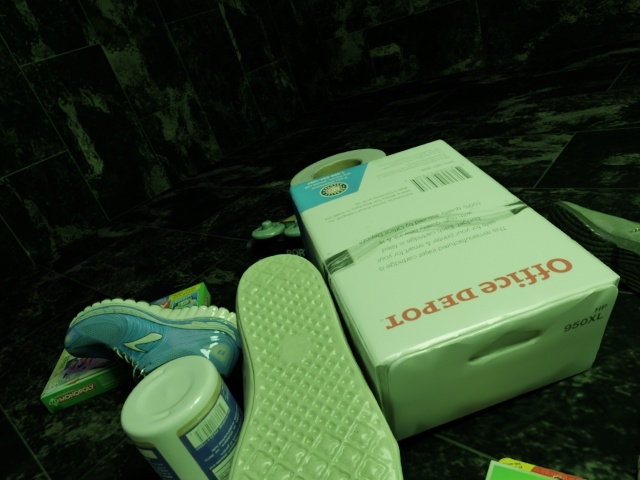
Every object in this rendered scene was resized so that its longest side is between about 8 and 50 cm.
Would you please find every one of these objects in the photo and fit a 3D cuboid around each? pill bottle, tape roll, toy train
[{"bbox_3d":[-0.137,0.240,0.530,0.111,0.187,0.112,-17,26,9],"label":"pill bottle"},{"bbox_3d":[0.061,-0.162,1.292,0.286,0.100,0.286,-17,26,8],"label":"tape roll"},{"bbox_3d":[0.000,0.000,0.990,0.333,0.142,0.190,-5,17,33],"label":"toy train"}]

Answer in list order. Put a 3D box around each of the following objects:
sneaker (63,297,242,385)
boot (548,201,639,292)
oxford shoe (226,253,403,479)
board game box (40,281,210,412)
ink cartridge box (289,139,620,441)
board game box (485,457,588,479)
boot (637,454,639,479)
[{"bbox_3d":[-0.296,0.190,0.769,0.329,0.130,0.147,-1,52,12],"label":"sneaker"},{"bbox_3d":[0.500,-0.007,0.710,0.161,0.084,0.246,-16,30,-9],"label":"boot"},{"bbox_3d":[-0.015,0.205,0.491,0.169,0.130,0.450,-11,42,-4],"label":"oxford shoe"},{"bbox_3d":[-0.387,0.210,0.941,0.317,0.046,0.213,-22,26,-4],"label":"board game box"},{"bbox_3d":[0.145,0.036,0.650,0.285,0.166,0.395,-18,37,-6],"label":"ink cartridge box"},{"bbox_3d":[0.180,0.298,0.370,0.124,0.039,0.259,1,30,35],"label":"board game box"},{"bbox_3d":[0.347,0.221,0.391,0.118,0.042,0.087,-9,25,21],"label":"boot"}]
